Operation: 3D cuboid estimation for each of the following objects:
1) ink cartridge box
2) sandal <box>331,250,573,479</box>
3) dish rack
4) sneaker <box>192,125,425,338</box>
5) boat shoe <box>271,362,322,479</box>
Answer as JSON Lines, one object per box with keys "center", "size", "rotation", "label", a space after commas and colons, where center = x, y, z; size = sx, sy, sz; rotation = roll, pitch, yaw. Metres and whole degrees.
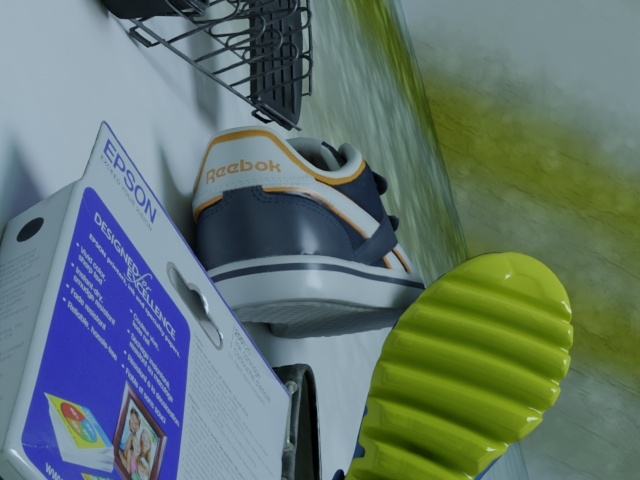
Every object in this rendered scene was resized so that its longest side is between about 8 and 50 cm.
{"center": [-0.078, 0.086, 0.581], "size": [0.208, 0.045, 0.206], "rotation": [-85, 152, -51], "label": "ink cartridge box"}
{"center": [0.071, 0.149, 0.923], "size": [0.317, 0.126, 0.138], "rotation": [-59, 177, -8], "label": "sandal"}
{"center": [-0.058, -0.198, 0.877], "size": [0.271, 0.074, 0.208], "rotation": [31, 53, -59], "label": "dish rack"}
{"center": [0.000, 0.000, 0.931], "size": [0.321, 0.126, 0.127], "rotation": [35, 46, -74], "label": "sneaker"}
{"center": [-0.021, 0.175, 0.759], "size": [0.078, 0.070, 0.219], "rotation": [56, 23, -62], "label": "boat shoe"}
